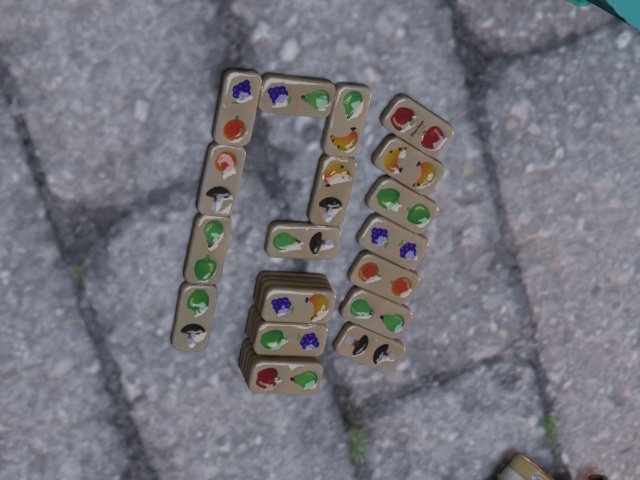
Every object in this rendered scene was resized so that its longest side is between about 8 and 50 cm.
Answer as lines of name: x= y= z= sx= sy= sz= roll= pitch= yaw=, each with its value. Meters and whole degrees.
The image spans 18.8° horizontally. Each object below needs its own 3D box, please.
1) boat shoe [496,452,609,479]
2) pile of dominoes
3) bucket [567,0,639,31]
boat shoe: x=0.232 y=0.236 z=1.665 sx=0.190 sy=0.068 sz=0.072 roll=25 pitch=94 yaw=-27
pile of dominoes: x=0.000 y=0.000 z=1.479 sx=0.196 sy=0.040 sz=0.251 roll=4 pitch=115 yaw=-20
bucket: x=0.251 y=-0.274 z=1.340 sx=0.281 sy=0.183 sz=0.281 roll=-8 pitch=118 yaw=-15
